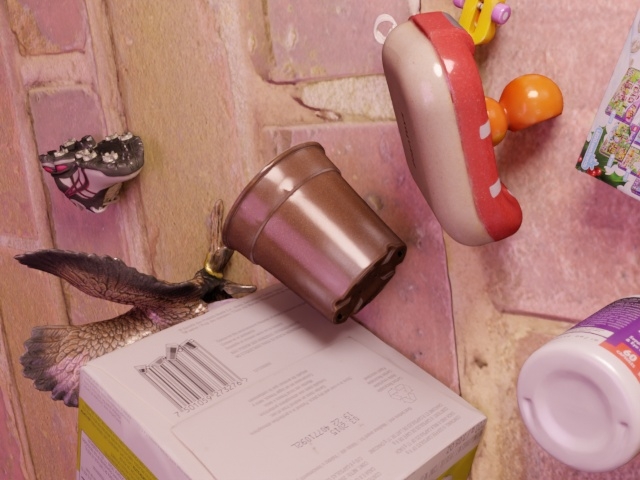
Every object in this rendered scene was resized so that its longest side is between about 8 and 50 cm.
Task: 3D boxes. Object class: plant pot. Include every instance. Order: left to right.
[{"bbox_3d":[0.000,0.000,0.973,0.165,0.167,0.167,44,131,18],"label":"plant pot"}]

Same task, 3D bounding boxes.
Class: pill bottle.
[{"bbox_3d":[0.261,0.108,0.704,0.108,0.193,0.108,18,117,41],"label":"pill bottle"}]

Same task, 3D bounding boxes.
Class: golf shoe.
[{"bbox_3d":[-0.351,-0.107,1.356,0.273,0.105,0.120,7,124,51],"label":"golf shoe"}]

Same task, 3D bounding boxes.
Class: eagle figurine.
[{"bbox_3d":[-0.253,0.094,1.158,0.225,0.298,0.226,-24,86,47],"label":"eagle figurine"}]

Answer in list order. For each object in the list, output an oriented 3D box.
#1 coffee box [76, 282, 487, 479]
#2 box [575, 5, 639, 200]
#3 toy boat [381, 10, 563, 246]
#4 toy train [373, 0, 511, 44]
[{"bbox_3d":[-0.061,0.306,1.004,0.338,0.338,0.334,33,126,34],"label":"coffee box"},{"bbox_3d":[0.341,-0.143,0.633,0.201,0.057,0.293,36,127,33],"label":"box"},{"bbox_3d":[0.156,-0.110,0.787,0.151,0.151,0.231,-107,-1,-57],"label":"toy boat"},{"bbox_3d":[0.131,-0.238,0.831,0.125,0.046,0.166,58,133,16],"label":"toy train"}]
